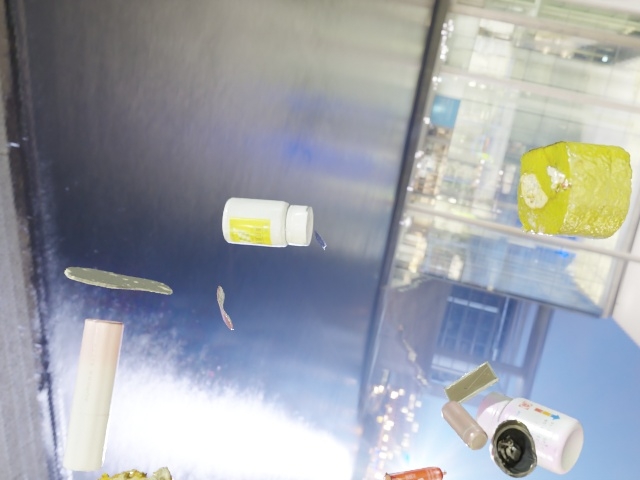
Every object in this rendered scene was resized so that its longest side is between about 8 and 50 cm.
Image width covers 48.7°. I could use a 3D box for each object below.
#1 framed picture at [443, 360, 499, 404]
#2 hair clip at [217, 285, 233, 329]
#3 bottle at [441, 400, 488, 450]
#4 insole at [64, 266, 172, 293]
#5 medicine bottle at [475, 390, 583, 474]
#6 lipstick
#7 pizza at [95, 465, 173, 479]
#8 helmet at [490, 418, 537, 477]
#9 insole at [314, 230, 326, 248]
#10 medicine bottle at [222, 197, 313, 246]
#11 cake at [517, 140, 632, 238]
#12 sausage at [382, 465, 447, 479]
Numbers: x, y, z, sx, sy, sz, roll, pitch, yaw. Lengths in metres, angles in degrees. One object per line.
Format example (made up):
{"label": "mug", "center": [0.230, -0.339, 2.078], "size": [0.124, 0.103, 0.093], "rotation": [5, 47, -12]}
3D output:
{"label": "framed picture", "center": [0.411, 0.395, 1.941], "size": [0.149, 0.011, 0.109], "rotation": [-34, -165, 7]}
{"label": "hair clip", "center": [-0.267, 0.187, 1.954], "size": [0.054, 0.022, 0.137], "rotation": [83, -13, -47]}
{"label": "bottle", "center": [0.326, 0.419, 1.607], "size": [0.140, 0.053, 0.053], "rotation": [-134, -127, -65]}
{"label": "insole", "center": [-0.435, 0.090, 1.538], "size": [0.248, 0.081, 0.011], "rotation": [15, 102, -40]}
{"label": "medicine bottle", "center": [0.554, 0.507, 1.890], "size": [0.152, 0.255, 0.152], "rotation": [-14, 110, -43]}
{"label": "lipstick", "center": [-0.510, 0.344, 1.594], "size": [0.087, 0.087, 0.326], "rotation": [52, 45, -81]}
{"label": "pizza", "center": [-0.504, 0.778, 2.061], "size": [0.087, 0.258, 0.268], "rotation": [-58, 132, -59]}
{"label": "helmet", "center": [0.272, 0.296, 1.018], "size": [0.049, 0.065, 0.084], "rotation": [138, -61, -80]}
{"label": "insole", "center": [0.000, 0.000, 1.854], "size": [0.002, 0.053, 0.152], "rotation": [-36, 170, -5]}
{"label": "medicine bottle", "center": [-0.158, -0.054, 2.162], "size": [0.143, 0.258, 0.143], "rotation": [3, 90, -82]}
{"label": "cake", "center": [0.484, -0.093, 1.389], "size": [0.260, 0.156, 0.179], "rotation": [173, -77, -84]}
{"label": "sausage", "center": [0.203, 0.503, 1.489], "size": [0.048, 0.145, 0.050], "rotation": [-170, -100, -67]}
